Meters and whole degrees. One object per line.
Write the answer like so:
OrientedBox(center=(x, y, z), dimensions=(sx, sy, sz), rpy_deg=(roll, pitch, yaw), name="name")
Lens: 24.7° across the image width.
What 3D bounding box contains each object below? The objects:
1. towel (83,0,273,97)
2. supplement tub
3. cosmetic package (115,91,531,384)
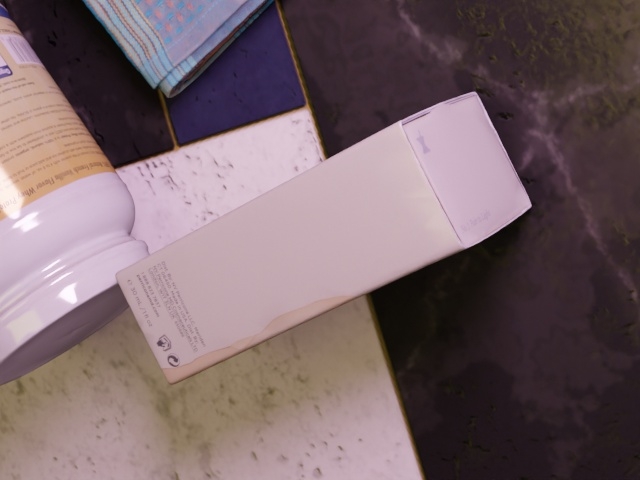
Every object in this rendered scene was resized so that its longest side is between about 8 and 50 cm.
OrientedBox(center=(-0.167, -0.339, 1.267), dimensions=(0.271, 0.040, 0.370), rpy_deg=(-40, 90, 30), name="towel")
OrientedBox(center=(-0.312, -0.047, 1.338), dimensions=(0.228, 0.228, 0.316), rpy_deg=(-39, 82, 30), name="supplement tub")
OrientedBox(center=(0.000, 0.000, 1.220), dimensions=(0.309, 0.160, 0.113), rpy_deg=(-26, 90, 32), name="cosmetic package")
